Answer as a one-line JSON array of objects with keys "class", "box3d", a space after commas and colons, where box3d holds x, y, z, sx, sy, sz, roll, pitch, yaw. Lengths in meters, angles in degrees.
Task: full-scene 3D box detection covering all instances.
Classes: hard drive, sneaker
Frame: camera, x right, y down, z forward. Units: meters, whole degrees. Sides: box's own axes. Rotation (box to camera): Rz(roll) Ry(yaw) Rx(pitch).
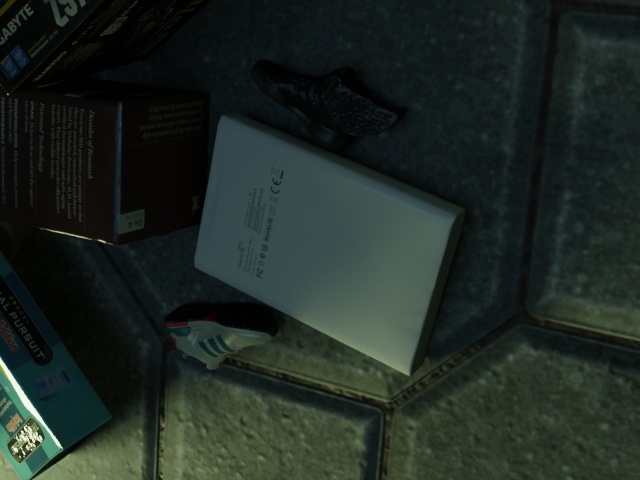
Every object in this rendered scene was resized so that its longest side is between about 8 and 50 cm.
[{"class": "hard drive", "box3d": [0.000, 0.000, 1.235, 0.307, 0.040, 0.203, 25, 117, 23]}, {"class": "sneaker", "box3d": [-0.116, 0.122, 1.339, 0.161, 0.057, 0.075, 1, 118, 29]}, {"class": "sneaker", "box3d": [0.007, -0.165, 1.200, 0.170, 0.051, 0.089, 44, 120, 9]}]

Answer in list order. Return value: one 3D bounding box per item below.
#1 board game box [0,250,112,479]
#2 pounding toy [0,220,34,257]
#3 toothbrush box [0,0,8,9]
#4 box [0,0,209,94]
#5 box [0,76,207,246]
[{"class": "board game box", "box3d": [-0.429, 0.142, 1.434, 0.336, 0.079, 0.254, 55, 147, 3]}, {"class": "pounding toy", "box3d": [-0.436, -0.081, 1.466, 0.269, 0.155, 0.154, -2, 128, 40]}, {"class": "toothbrush box", "box3d": [-0.441, -0.339, 1.298, 0.126, 0.216, 0.296, -41, 69, 27]}, {"class": "box", "box3d": [-0.184, -0.290, 1.158, 0.322, 0.257, 0.079, -34, 91, 32]}, {"class": "box", "box3d": [-0.266, -0.102, 1.302, 0.203, 0.168, 0.167, 10, 105, 28]}]
